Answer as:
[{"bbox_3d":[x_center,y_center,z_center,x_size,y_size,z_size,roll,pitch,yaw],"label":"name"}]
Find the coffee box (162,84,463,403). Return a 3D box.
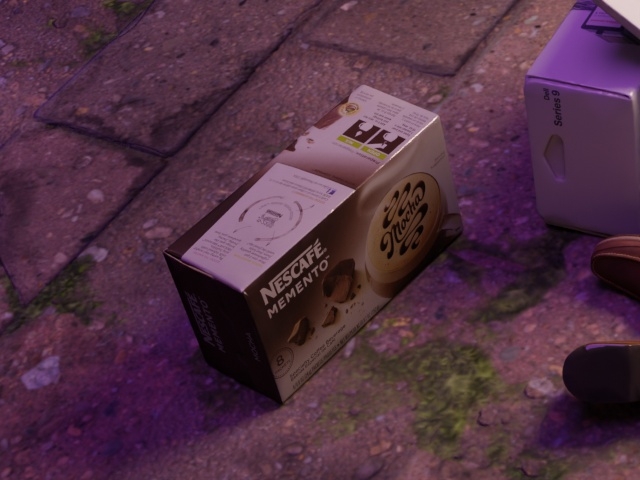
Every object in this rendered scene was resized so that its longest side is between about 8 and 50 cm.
[{"bbox_3d":[0.000,0.000,1.633,0.119,0.168,0.297,26,56,37],"label":"coffee box"}]

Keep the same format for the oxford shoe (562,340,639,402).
[{"bbox_3d":[0.334,0.122,1.475,0.212,0.076,0.076,8,6,11],"label":"oxford shoe"}]

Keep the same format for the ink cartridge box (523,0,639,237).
[{"bbox_3d":[0.335,-0.169,1.681,0.122,0.211,0.289,15,51,29],"label":"ink cartridge box"}]

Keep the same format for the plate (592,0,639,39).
[{"bbox_3d":[0.395,-0.251,1.584,0.045,0.277,0.278,-38,18,55],"label":"plate"}]

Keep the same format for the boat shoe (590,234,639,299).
[{"bbox_3d":[0.341,0.043,1.555,0.178,0.064,0.060,18,50,30],"label":"boat shoe"}]
